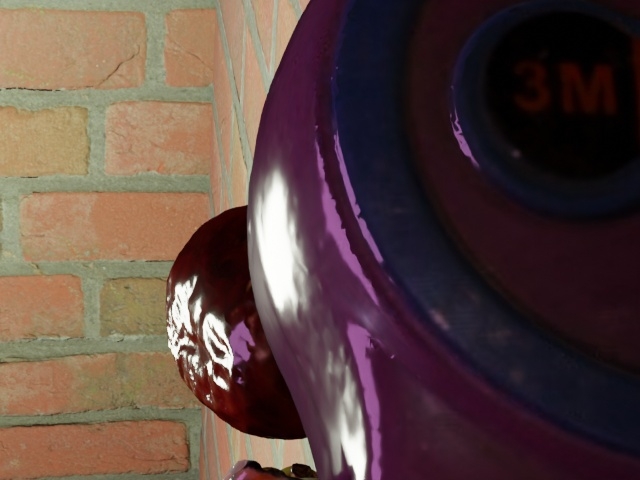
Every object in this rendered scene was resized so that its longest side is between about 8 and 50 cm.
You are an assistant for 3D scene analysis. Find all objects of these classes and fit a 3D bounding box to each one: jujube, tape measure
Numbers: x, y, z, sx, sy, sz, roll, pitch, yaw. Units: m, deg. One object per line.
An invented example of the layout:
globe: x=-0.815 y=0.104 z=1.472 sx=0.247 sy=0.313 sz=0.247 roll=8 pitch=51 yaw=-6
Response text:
jujube: x=-0.042 y=0.079 z=1.332 sx=0.318 sy=0.223 sz=0.223 roll=-148 pitch=58 yaw=-74
tape measure: x=0.093 y=0.006 z=0.418 sx=0.149 sy=0.231 sz=0.245 roll=112 pitch=159 yaw=-68

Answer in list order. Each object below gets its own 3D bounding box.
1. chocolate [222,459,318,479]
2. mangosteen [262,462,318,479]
chocolate: x=-0.021 y=0.299 z=1.332 sx=0.147 sy=0.221 sz=0.221 roll=-65 pitch=-23 yaw=-77
mangosteen: x=-0.056 y=0.345 z=1.599 sx=0.200 sy=0.199 sz=0.200 roll=179 pitch=90 yaw=-81
